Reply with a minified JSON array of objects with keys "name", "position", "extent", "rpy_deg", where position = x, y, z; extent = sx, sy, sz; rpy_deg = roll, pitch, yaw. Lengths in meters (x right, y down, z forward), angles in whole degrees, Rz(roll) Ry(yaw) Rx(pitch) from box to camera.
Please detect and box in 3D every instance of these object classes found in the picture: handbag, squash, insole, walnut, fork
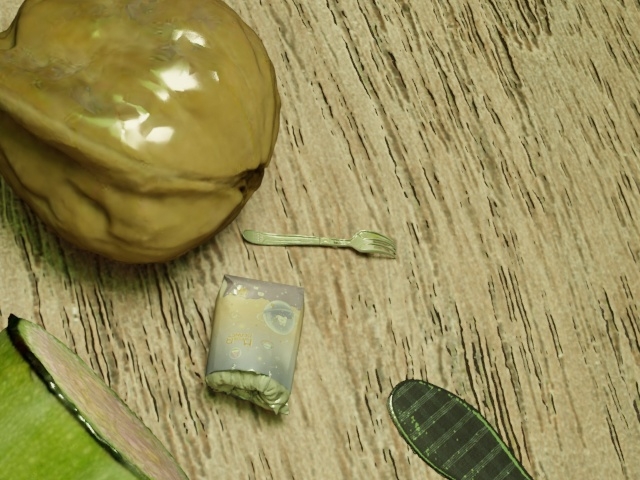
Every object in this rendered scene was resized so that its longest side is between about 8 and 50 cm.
[{"name":"handbag","position":[-0.083,0.133,1.461],"extent":[0.117,0.095,0.173],"rpy_deg":[9,61,-5]},{"name":"squash","position":[-0.337,0.297,1.255],"extent":[0.310,0.310,0.309],"rpy_deg":[44,85,9]},{"name":"insole","position":[0.212,0.297,1.496],"extent":[0.110,0.012,0.309],"rpy_deg":[-38,78,-27]},{"name":"walnut","position":[-0.235,-0.164,1.433],"extent":[0.384,0.383,0.383],"rpy_deg":[5,64,-11]},{"name":"fork","position":[0.001,-0.002,1.579],"extent":[0.220,0.028,0.034],"rpy_deg":[6,68,-10]}]
